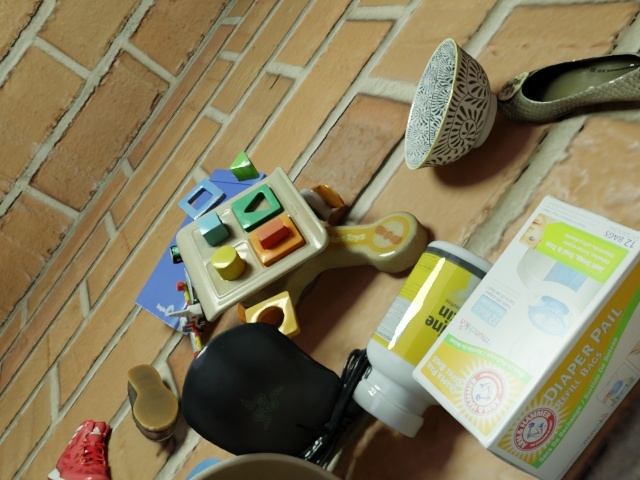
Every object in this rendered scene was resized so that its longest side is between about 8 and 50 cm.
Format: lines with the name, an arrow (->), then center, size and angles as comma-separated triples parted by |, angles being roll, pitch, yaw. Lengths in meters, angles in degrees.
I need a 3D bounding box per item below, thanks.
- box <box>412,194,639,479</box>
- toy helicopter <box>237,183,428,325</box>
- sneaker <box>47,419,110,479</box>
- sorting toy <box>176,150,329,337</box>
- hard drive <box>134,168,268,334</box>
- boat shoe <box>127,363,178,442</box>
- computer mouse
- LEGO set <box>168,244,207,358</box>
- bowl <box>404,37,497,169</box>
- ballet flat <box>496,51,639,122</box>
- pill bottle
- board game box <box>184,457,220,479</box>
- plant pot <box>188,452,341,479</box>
box -> 0.195, 0.083, 0.501 | 0.203, 0.103, 0.114 | -53, 31, 3
toy helicopter -> 0.000, 0.000, 0.863 | 0.355, 0.140, 0.235 | -6, 47, 39
sneaker -> -0.429, 0.392, 1.082 | 0.221, 0.087, 0.128 | -13, 52, 47
sorting toy -> -0.106, -0.007, 0.809 | 0.196, 0.047, 0.348 | -35, 48, 0
hard drive -> -0.228, 0.008, 1.131 | 0.210, 0.040, 0.319 | 12, 70, 54
boat shoe -> -0.287, 0.289, 1.011 | 0.207, 0.073, 0.073 | -146, 53, -62
computer mouse -> -0.022, 0.166, 0.588 | 0.072, 0.272, 0.188 | 30, 84, 39
LEGO set -> -0.204, 0.136, 0.903 | 0.182, 0.060, 0.244 | -136, 38, -58
bowl -> 0.176, -0.166, 0.762 | 0.170, 0.080, 0.170 | -168, 90, -81
ballet flat -> 0.293, -0.179, 0.659 | 0.250, 0.058, 0.084 | 16, 74, 58
pill bottle -> 0.111, 0.100, 0.599 | 0.184, 0.103, 0.103 | -58, 31, -4
board game box -> -0.159, 0.379, 0.777 | 0.133, 0.033, 0.169 | -48, 26, 22
plant pot -> -0.093, 0.369, 0.523 | 0.274, 0.256, 0.256 | -50, 28, 37
